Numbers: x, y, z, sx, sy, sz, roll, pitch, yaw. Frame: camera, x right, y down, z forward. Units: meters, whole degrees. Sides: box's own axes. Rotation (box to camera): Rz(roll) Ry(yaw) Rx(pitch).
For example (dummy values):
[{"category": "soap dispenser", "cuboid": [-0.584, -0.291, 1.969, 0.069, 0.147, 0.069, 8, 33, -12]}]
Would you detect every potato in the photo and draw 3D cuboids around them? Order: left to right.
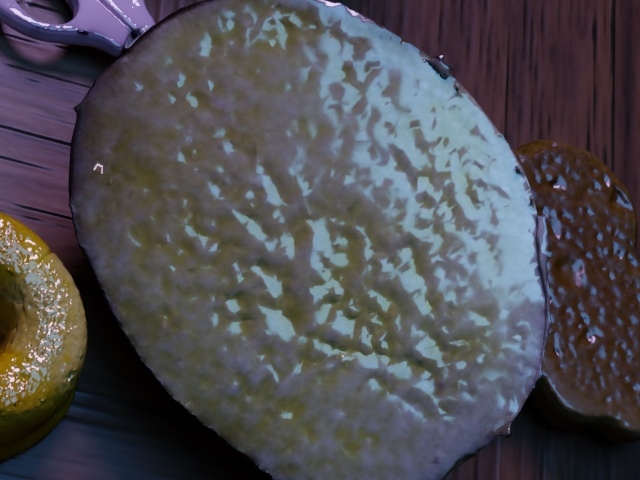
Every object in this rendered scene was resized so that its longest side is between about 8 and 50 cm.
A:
[{"category": "potato", "cuboid": [0.000, 0.000, 1.109, 0.239, 0.116, 0.299, -42, 88, 1]}]

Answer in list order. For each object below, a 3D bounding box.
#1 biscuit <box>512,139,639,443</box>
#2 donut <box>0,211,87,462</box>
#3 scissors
[{"category": "biscuit", "cuboid": [0.100, 0.005, 1.222, 0.320, 0.047, 0.183, 23, 61, -15]}, {"category": "donut", "cuboid": [-0.194, 0.045, 1.053, 0.152, 0.058, 0.152, 10, 64, -21]}, {"category": "scissors", "cuboid": [-0.102, -0.111, 1.172, 0.212, 0.021, 0.110, 43, 53, 4]}]
